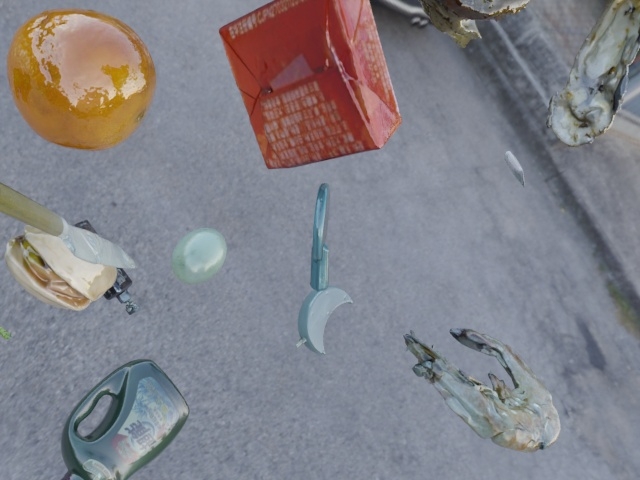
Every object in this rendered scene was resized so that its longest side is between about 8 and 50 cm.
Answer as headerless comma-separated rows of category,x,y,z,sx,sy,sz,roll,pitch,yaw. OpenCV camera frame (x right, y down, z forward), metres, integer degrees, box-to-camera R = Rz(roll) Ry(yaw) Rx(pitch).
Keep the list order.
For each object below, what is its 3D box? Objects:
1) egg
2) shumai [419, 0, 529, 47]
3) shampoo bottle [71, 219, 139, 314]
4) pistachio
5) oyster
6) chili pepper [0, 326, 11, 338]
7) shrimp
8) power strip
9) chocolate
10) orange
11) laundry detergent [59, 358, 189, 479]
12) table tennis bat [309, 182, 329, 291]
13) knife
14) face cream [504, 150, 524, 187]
egg,-0.369,0.046,1.667,0.149,0.149,0.192,44,65,-10
shumai,0.147,-0.284,0.570,0.139,0.105,0.123,29,87,-16
shampoo bottle,-0.640,0.088,1.613,0.310,0.071,0.098,58,6,-8
pistachio,-0.662,0.066,1.410,0.214,0.193,0.318,54,-2,35
oyster,0.538,-0.334,1.003,0.078,0.345,0.129,4,27,-33
chili pepper,-0.632,0.163,1.051,0.083,0.030,0.017,40,74,-14
shrimp,0.316,0.268,1.070,0.360,0.085,0.247,31,41,-3
power strip,0.000,0.251,1.756,0.167,0.054,0.253,49,60,-31
chocolate,-0.011,-0.240,0.812,0.108,0.237,0.235,-34,111,-41
orange,-0.431,-0.293,1.009,0.261,0.261,0.261,26,45,-29
laundry detergent,-0.306,0.285,0.793,0.221,0.078,0.144,-42,107,-38
table tennis bat,0.000,0.000,0.921,0.033,0.201,0.124,5,31,6
knife,-0.251,-0.003,0.550,0.047,0.017,0.298,58,-4,13
face cream,0.389,-0.145,1.089,0.115,0.020,0.038,-84,159,-58
